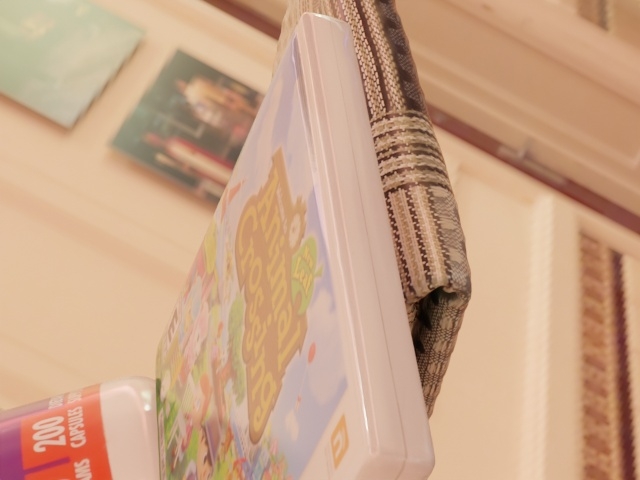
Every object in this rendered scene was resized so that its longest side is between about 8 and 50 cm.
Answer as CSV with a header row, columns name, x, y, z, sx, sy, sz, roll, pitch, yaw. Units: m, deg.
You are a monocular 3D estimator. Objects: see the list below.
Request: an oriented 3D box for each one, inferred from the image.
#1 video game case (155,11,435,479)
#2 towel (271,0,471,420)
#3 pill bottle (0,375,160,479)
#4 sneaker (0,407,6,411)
name,x,y,z,sx,sy,sz,roll,pitch,yaw
video game case,-0.021,0.055,0.542,0.212,0.023,0.193,-98,27,-47
towel,0.000,0.000,0.801,0.324,0.056,0.312,99,164,-50
pill bottle,-0.199,0.186,0.688,0.181,0.323,0.181,164,90,-85
sneaker,-0.180,0.135,0.840,0.085,0.237,0.086,-86,17,-68
